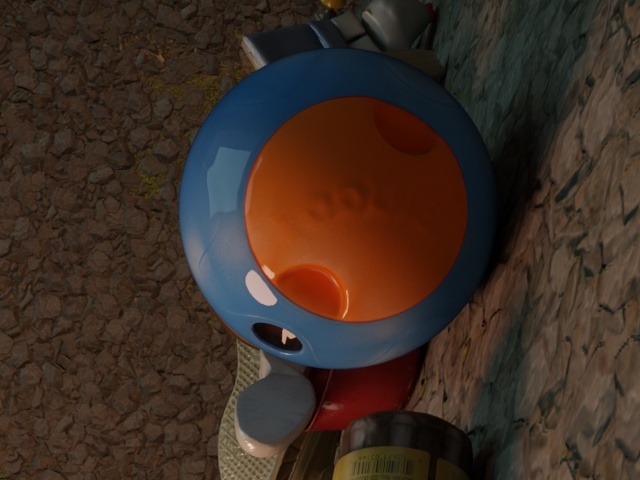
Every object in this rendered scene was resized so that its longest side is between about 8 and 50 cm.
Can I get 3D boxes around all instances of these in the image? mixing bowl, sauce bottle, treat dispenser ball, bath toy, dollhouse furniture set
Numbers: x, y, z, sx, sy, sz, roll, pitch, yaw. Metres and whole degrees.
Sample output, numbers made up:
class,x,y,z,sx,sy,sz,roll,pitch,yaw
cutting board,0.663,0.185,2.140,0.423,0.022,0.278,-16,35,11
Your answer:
class,x,y,z,sx,sy,sz,roll,pitch,yaw
mixing bowl,0.051,0.129,1.153,0.181,0.098,0.181,-164,90,-85
sauce bottle,0.039,0.291,0.741,0.111,0.111,0.344,114,172,-53
treat dispenser ball,0.015,-0.028,0.967,0.288,0.288,0.288,-164,90,-84
bath toy,0.101,-0.305,1.820,0.129,0.151,0.348,-30,-16,-23
dollhouse furniture set,-0.015,-0.269,1.562,0.303,0.286,0.198,61,151,26

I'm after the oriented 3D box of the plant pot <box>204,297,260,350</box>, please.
class,x,y,z,sx,sy,sz,roll,pitch,yaw
plant pot,-0.015,0.025,1.349,0.229,0.263,0.263,172,114,-77

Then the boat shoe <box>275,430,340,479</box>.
class,x,y,z,sx,sy,sz,roll,pitch,yaw
boat shoe,-0.017,0.341,1.304,0.104,0.089,0.285,135,152,-76

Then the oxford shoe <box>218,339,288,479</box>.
class,x,y,z,sx,sy,sz,roll,pitch,yaw
oxford shoe,-0.093,0.297,2.037,0.130,0.169,0.449,45,-140,-48

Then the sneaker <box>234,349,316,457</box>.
class,x,y,z,sx,sy,sz,roll,pitch,yaw
sneaker,-0.043,0.185,1.125,0.212,0.080,0.094,-70,-13,-69
